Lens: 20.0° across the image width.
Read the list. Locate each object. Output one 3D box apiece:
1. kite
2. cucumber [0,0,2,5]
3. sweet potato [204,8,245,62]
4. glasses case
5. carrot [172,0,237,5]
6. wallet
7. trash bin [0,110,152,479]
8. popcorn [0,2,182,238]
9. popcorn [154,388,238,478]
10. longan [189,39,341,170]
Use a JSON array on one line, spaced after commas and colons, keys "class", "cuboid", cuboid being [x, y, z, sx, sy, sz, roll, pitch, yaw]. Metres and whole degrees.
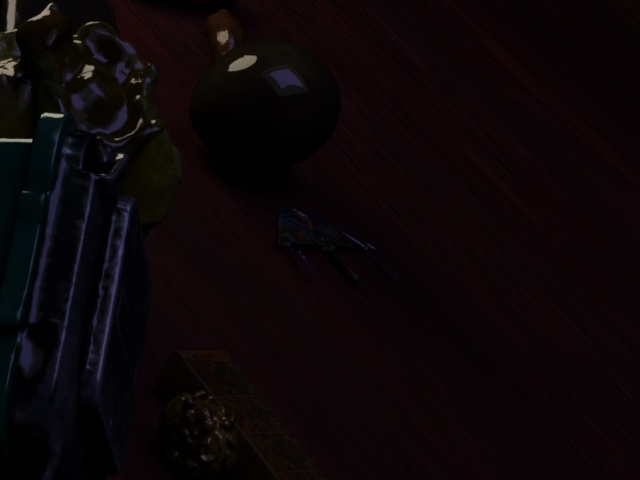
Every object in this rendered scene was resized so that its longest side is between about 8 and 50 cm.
[{"class": "kite", "cuboid": [0.000, 0.000, 2.173, 0.183, 0.010, 0.160, 4, 35, -50]}, {"class": "cucumber", "cuboid": [-0.393, -0.306, 2.221, 0.044, 0.043, 0.256, 33, 27, 11]}, {"class": "sweet potato", "cuboid": [-0.123, -0.254, 2.421, 0.056, 0.056, 0.195, 19, 34, -25]}, {"class": "glasses case", "cuboid": [-0.067, 0.195, 1.725, 0.075, 0.049, 0.218, 6, 37, -54]}, {"class": "carrot", "cuboid": [-0.195, -0.355, 2.510, 0.271, 0.062, 0.066, -8, 80, -48]}, {"class": "wallet", "cuboid": [-0.310, -0.225, 2.142, 0.165, 0.042, 0.309, 30, 31, -30]}, {"class": "trash bin", "cuboid": [-0.326, 0.071, 1.297, 0.381, 0.259, 0.295, 5, 64, 4]}, {"class": "popcorn", "cuboid": [-0.269, -0.095, 1.796, 0.224, 0.258, 0.270, -111, -179, -56]}, {"class": "popcorn", "cuboid": [-0.110, 0.178, 1.675, 0.057, 0.083, 0.082, -3, 69, -52]}, {"class": "longan", "cuboid": [-0.076, -0.165, 2.215, 0.185, 0.159, 0.204, -9, 10, -37]}]
